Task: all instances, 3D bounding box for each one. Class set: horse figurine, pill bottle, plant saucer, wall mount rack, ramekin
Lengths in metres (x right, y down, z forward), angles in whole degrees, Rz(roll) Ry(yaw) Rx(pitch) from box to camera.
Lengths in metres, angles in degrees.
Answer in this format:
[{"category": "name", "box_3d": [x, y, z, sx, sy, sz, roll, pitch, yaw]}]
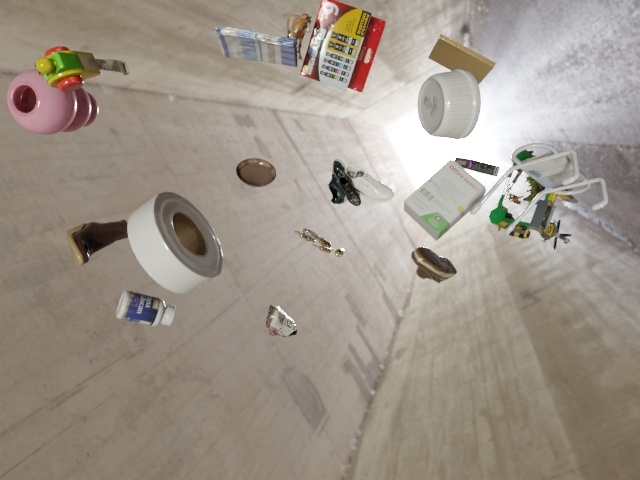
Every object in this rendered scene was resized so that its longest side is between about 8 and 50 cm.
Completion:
[{"category": "horse figurine", "box_3d": [-0.091, -0.799, 2.081, 0.263, 0.066, 0.174, -108, 20, -55]}, {"category": "pill bottle", "box_3d": [-0.564, 0.224, 1.758, 0.169, 0.094, 0.094, 19, -143, -26]}, {"category": "plant saucer", "box_3d": [-0.268, -0.276, 2.248, 0.029, 0.168, 0.168, 106, 155, -48]}, {"category": "wall mount rack", "box_3d": [0.607, -0.134, 1.521, 0.350, 0.304, 0.130, 22, -117, -40]}, {"category": "ramekin", "box_3d": [0.376, -0.404, 1.623, 0.207, 0.109, 0.207, 172, 90, -73]}]

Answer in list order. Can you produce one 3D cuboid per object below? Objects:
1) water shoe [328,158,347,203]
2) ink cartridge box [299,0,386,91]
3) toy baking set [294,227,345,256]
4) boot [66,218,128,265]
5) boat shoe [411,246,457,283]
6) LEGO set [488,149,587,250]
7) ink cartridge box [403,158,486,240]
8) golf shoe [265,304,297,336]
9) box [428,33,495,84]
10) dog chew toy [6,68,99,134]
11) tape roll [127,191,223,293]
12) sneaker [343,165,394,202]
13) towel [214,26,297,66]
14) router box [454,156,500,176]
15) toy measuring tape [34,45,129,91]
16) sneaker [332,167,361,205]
[{"category": "water shoe", "box_3d": [0.076, -0.263, 2.423, 0.080, 0.073, 0.203, -12, -84, -39]}, {"category": "ink cartridge box", "box_3d": [0.093, -0.776, 2.175, 0.272, 0.309, 0.130, 17, -159, -3]}, {"category": "toy baking set", "box_3d": [0.006, 0.003, 2.006, 0.197, 0.030, 0.256, 30, -173, 11]}, {"category": "boot", "box_3d": [-0.747, -0.007, 1.850, 0.248, 0.207, 0.090, 41, 138, 52]}, {"category": "boat shoe", "box_3d": [0.360, 0.096, 1.793, 0.257, 0.095, 0.095, 24, -145, -48]}, {"category": "LEGO set", "box_3d": [0.748, -0.142, 1.848, 0.192, 0.255, 0.331, 21, -98, -42]}, {"category": "ink cartridge box", "box_3d": [0.392, -0.129, 1.717, 0.154, 0.212, 0.093, 46, 173, 19]}, {"category": "golf shoe", "box_3d": [-0.109, 0.231, 1.546, 0.186, 0.086, 0.067, 83, -165, -68]}, {"category": "box", "box_3d": [0.465, -0.598, 1.798, 0.201, 0.021, 0.164, 30, 176, 1]}, {"category": "dog chew toy", "box_3d": [-0.873, -0.454, 1.815, 0.206, 0.207, 0.332, 61, -166, -1]}, {"category": "tape roll", "box_3d": [-0.404, 0.006, 1.536, 0.286, 0.100, 0.286, 51, -162, -24]}, {"category": "sneaker", "box_3d": [0.196, -0.233, 2.242, 0.090, 0.235, 0.095, -53, -25, -33]}, {"category": "towel", "box_3d": [-0.223, -0.682, 1.928, 0.209, 0.285, 0.034, 108, 171, -84]}, {"category": "router box", "box_3d": [0.651, -0.310, 2.270, 0.133, 0.046, 0.179, 13, -170, -9]}, {"category": "toy measuring tape", "box_3d": [-0.688, -0.484, 1.547, 0.121, 0.121, 0.330, 60, -159, -4]}, {"category": "sneaker", "box_3d": [0.108, -0.216, 2.208, 0.170, 0.051, 0.089, 59, -174, 7]}]
